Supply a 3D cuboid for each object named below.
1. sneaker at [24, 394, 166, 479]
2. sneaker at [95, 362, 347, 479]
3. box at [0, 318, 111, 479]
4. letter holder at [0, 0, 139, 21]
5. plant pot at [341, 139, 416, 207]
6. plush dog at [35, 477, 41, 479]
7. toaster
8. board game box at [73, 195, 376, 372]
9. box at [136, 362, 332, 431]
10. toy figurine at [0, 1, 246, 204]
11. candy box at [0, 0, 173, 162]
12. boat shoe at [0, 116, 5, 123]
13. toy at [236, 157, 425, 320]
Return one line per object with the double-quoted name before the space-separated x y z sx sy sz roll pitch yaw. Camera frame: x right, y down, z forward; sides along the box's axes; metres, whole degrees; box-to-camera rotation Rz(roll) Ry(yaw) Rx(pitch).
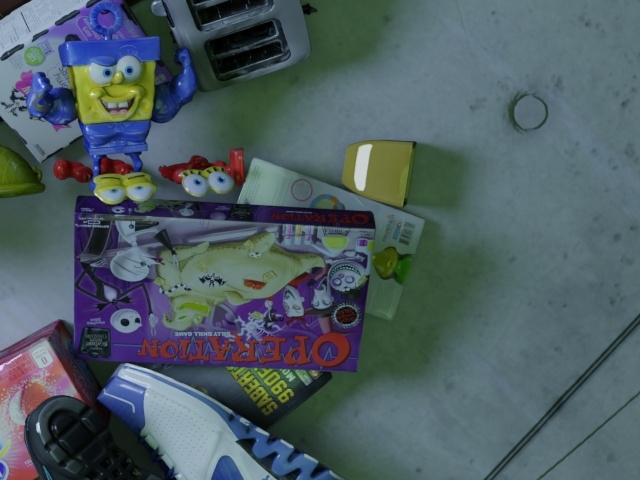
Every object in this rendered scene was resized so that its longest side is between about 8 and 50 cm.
"sneaker" -0.241 0.288 1.516 0.101 0.106 0.267 -40 99 -35
"sneaker" -0.142 0.284 1.577 0.315 0.127 0.182 30 80 -4
"box" -0.418 0.236 1.617 0.299 0.154 0.142 -29 99 -2
"letter holder" -0.276 -0.386 1.575 0.301 0.214 0.152 -31 66 0
"plant pot" 0.071 -0.088 1.657 0.083 0.081 0.082 9 96 7
"plush dog" -0.315 0.440 1.573 0.225 0.210 0.263 28 115 14
"toaster" -0.101 -0.283 1.572 0.185 0.110 0.168 -18 135 1
"board game box" -0.117 0.055 1.577 0.346 0.056 0.208 3 124 -5
"box" -0.126 0.137 1.675 0.183 0.056 0.231 -38 97 0
"toy figurine" -0.271 -0.162 1.517 0.362 0.191 0.217 -5 104 -18
"candy box" -0.299 -0.208 1.573 0.196 0.070 0.165 -32 140 0
"boat shoe" -0.419 -0.159 1.628 0.142 0.040 0.049 -19 97 -2
"toy" 0.000 0.000 1.670 0.237 0.056 0.137 19 87 -12
